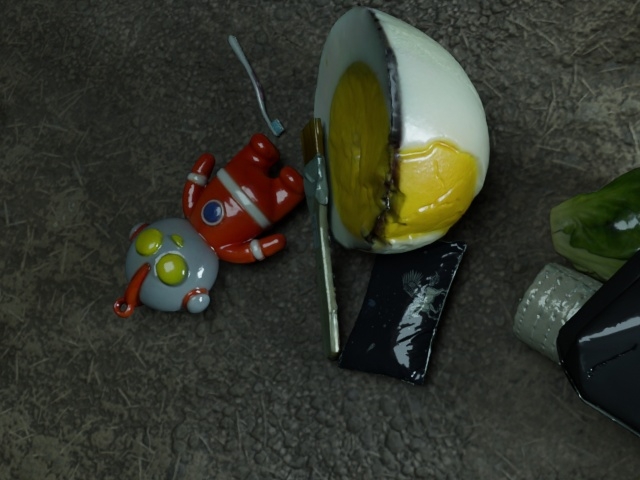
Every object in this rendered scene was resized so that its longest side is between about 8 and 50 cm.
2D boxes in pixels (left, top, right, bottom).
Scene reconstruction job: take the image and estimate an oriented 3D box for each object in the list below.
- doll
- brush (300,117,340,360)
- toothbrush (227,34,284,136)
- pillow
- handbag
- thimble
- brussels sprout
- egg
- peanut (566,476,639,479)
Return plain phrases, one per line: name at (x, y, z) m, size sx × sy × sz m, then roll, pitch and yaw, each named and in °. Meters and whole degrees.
doll at (-0.175, -0.008, 2.064) m, size 0.336 × 0.105 × 0.200 m, roll -41°, pitch 67°, yaw 2°
brush at (0.000, 0.000, 1.979) m, size 0.020 × 0.085 × 0.336 m, roll -3°, pitch 81°, yaw -17°
toothbrush at (-0.102, -0.239, 2.176) m, size 0.022 × 0.017 × 0.204 m, roll -37°, pitch 60°, yaw 18°
pillow at (0.113, 0.089, 1.937) m, size 0.141 × 0.055 × 0.208 m, roll 8°, pitch 72°, yaw 34°
handbag at (0.482, 0.122, 1.690) m, size 0.342 × 0.152 × 0.288 m, roll -44°, pitch 94°, yaw 3°
thimble at (0.312, 0.096, 1.821) m, size 0.090 × 0.102 × 0.115 m, roll 30°, pitch 114°, yaw 30°
brussels sprout at (0.390, -0.016, 1.816) m, size 0.183 × 0.131 × 0.145 m, roll -30°, pitch 56°, yaw 6°
egg at (0.121, -0.148, 1.928) m, size 0.201 × 0.337 × 0.337 m, roll -1°, pitch 62°, yaw -22°
peanut at (0.348, 0.338, 1.705) m, size 0.256 × 0.123 × 0.123 m, roll -18°, pitch 64°, yaw 13°
